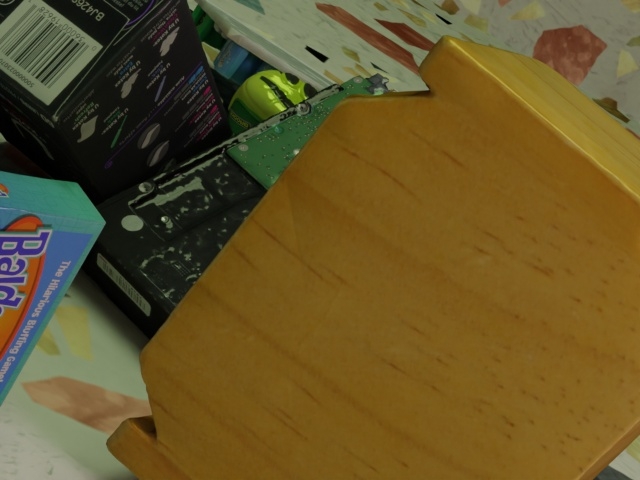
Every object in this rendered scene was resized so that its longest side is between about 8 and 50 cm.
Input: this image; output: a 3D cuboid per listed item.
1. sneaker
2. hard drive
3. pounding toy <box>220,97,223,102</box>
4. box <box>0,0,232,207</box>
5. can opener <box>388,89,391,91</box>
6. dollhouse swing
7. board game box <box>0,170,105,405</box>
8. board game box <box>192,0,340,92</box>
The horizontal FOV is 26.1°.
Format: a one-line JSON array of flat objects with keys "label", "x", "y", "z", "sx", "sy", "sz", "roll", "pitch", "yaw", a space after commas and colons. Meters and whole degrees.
[{"label": "sneaker", "x": 0.008, "y": -0.035, "z": 1.398, "sx": 0.295, "sy": 0.123, "sz": 0.109, "roll": 53, "pitch": 40, "yaw": 5}, {"label": "hard drive", "x": 0.000, "y": 0.000, "z": 1.146, "sx": 0.339, "sy": 0.064, "sz": 0.237, "roll": -32, "pitch": 62, "yaw": -33}, {"label": "pounding toy", "x": -0.166, "y": -0.184, "z": 1.423, "sx": 0.154, "sy": 0.154, "sz": 0.269, "roll": 25, "pitch": 20, "yaw": -6}, {"label": "box", "x": -0.192, "y": -0.136, "z": 1.127, "sx": 0.165, "sy": 0.143, "sz": 0.270, "roll": 38, "pitch": -12, "yaw": 16}, {"label": "can opener", "x": 0.020, "y": -0.031, "z": 1.269, "sx": 0.093, "sy": 0.074, "sz": 0.280, "roll": 33, "pitch": 52, "yaw": -14}, {"label": "dollhouse swing", "x": 0.112, "y": 0.059, "z": 0.935, "sx": 0.315, "sy": 0.347, "sz": 0.305, "roll": 41, "pitch": 24, "yaw": 3}, {"label": "board game box", "x": -0.250, "y": 0.027, "z": 0.801, "sx": 0.210, "sy": 0.160, "sz": 0.047, "roll": 8, "pitch": 31, "yaw": -47}, {"label": "board game box", "x": 0.023, "y": -0.148, "z": 1.630, "sx": 0.390, "sy": 0.050, "sz": 0.390, "roll": 31, "pitch": 8, "yaw": -17}]
